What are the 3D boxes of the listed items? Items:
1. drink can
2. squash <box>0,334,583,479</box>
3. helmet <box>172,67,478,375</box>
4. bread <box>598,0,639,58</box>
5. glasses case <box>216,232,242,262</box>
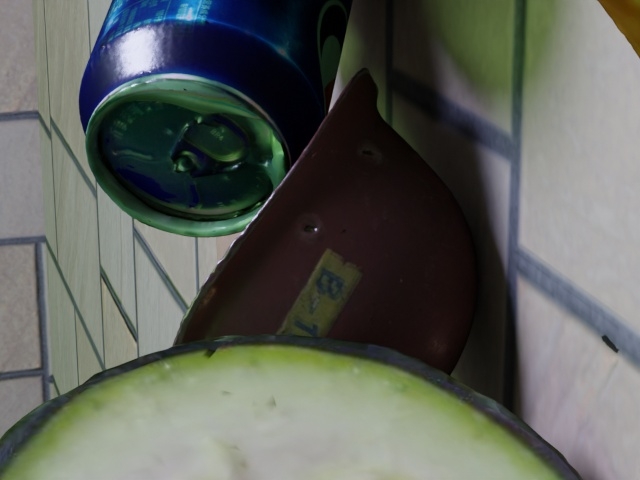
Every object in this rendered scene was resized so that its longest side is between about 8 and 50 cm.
[{"bbox_3d":[-0.046,-0.102,0.816,0.205,0.118,0.118,-77,-2,-45],"label":"drink can"},{"bbox_3d":[-0.025,0.256,0.701,0.384,0.263,0.263,99,160,-44],"label":"squash"},{"bbox_3d":[0.019,0.021,0.747,0.175,0.106,0.155,-62,-8,3],"label":"helmet"},{"bbox_3d":[0.093,-0.137,0.371,0.129,0.134,0.260,140,123,-71],"label":"bread"},{"bbox_3d":[0.000,0.000,0.916,0.102,0.070,0.193,-4,89,47],"label":"glasses case"}]
